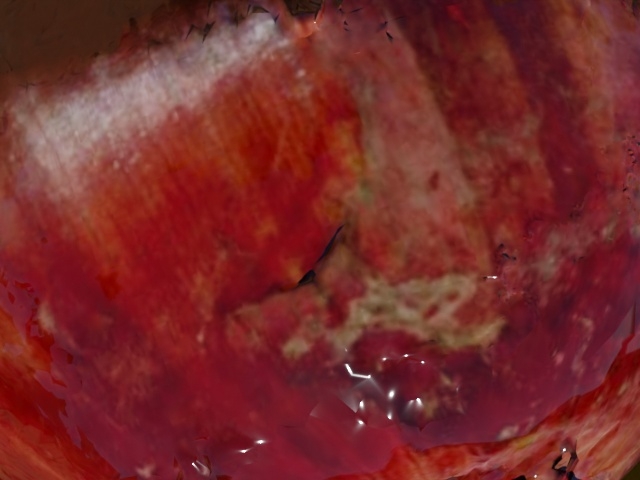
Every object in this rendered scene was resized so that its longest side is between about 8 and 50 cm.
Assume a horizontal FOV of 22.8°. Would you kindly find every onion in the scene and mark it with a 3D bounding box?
[{"bbox_3d":[0.000,0.000,0.486,0.276,0.276,0.276,-4,105,-17],"label":"onion"}]

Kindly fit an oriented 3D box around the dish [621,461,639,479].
[{"bbox_3d":[0.141,0.146,0.543,0.108,0.262,0.221,-3,109,-41],"label":"dish"}]
